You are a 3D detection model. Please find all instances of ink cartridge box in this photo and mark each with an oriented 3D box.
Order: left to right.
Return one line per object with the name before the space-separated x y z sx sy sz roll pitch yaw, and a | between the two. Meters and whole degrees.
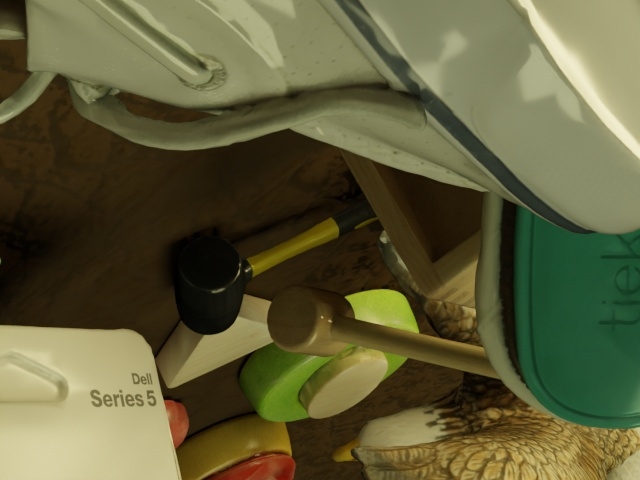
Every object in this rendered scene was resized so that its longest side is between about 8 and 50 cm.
ink cartridge box | -0.227 0.137 0.708 0.272 0.115 0.198 -26 161 33

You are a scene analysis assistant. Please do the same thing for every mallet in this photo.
mallet | 0.000 0.000 0.867 0.189 0.039 0.062 -23 157 -24

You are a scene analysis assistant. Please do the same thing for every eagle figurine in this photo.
eagle figurine | 0.112 0.101 0.900 0.225 0.226 0.298 -41 163 -13

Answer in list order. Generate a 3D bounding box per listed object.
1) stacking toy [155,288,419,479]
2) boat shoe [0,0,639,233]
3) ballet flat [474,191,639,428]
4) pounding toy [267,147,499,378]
stacking toy | -0.056 0.161 1.010 0.279 0.130 0.309 -41 155 27
boat shoe | -0.049 -0.088 0.403 0.156 0.136 0.367 -31 135 31
ballet flat | 0.116 -0.125 0.542 0.139 0.139 0.400 -13 119 -32
pounding toy | 0.072 -0.009 0.735 0.206 0.181 0.094 -38 156 20
